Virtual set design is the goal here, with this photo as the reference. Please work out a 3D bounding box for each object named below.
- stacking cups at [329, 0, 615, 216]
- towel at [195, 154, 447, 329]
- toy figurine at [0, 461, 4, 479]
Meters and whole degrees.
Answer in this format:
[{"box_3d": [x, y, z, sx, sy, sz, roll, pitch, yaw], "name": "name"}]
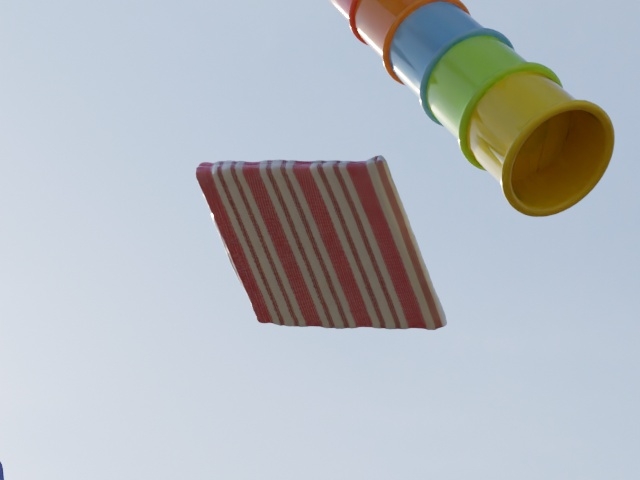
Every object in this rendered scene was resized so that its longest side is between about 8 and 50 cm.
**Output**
[{"box_3d": [0.092, -0.137, 1.461, 0.096, 0.316, 0.096, -19, -49, -23], "name": "stacking cups"}, {"box_3d": [0.000, 0.000, 1.459, 0.197, 0.029, 0.144, 0, -59, 42], "name": "towel"}, {"box_3d": [-0.231, 0.199, 1.081, 0.362, 0.191, 0.217, 30, -65, -37], "name": "toy figurine"}]
